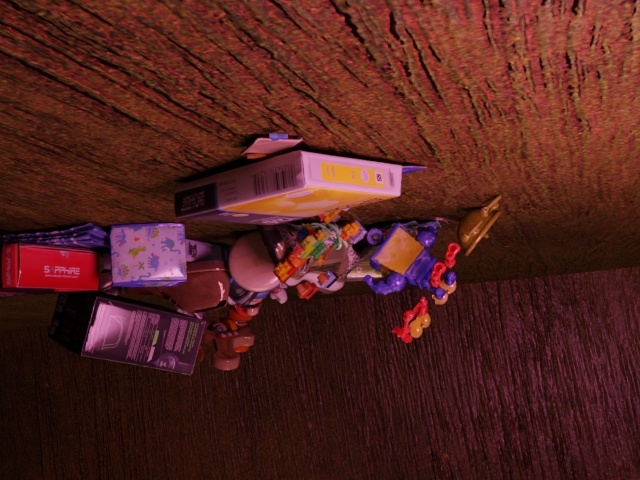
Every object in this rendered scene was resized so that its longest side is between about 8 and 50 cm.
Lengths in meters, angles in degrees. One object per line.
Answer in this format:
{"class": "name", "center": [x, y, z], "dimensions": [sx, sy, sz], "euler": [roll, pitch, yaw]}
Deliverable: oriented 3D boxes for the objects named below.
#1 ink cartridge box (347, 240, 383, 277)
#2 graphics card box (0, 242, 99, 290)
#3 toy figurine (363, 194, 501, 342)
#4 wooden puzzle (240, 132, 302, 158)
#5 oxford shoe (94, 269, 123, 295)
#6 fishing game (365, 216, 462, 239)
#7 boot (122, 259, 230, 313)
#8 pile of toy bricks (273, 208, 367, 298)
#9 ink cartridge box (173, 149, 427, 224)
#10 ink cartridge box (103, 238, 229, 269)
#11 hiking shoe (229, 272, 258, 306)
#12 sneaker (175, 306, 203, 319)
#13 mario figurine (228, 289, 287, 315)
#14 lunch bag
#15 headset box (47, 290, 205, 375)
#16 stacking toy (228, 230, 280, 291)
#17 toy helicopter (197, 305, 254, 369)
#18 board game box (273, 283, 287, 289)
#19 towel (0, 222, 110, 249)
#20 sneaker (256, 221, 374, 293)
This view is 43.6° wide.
{"class": "ink cartridge box", "center": [0.019, 0.057, 2.097], "dimensions": [0.255, 0.097, 0.189], "euler": [-1, 174, -9]}
{"class": "graphics card box", "center": [-0.680, 0.070, 1.671], "dimensions": [0.371, 0.094, 0.233], "euler": [-4, 174, 24]}
{"class": "toy figurine", "center": [0.203, 0.011, 1.725], "dimensions": [0.217, 0.362, 0.191], "euler": [34, 169, 22]}
{"class": "wooden puzzle", "center": [-0.070, -0.135, 1.132], "dimensions": [0.079, 0.014, 0.116], "euler": [-4, 172, -31]}
{"class": "oxford shoe", "center": [-0.489, 0.076, 2.047], "dimensions": [0.227, 0.096, 0.083], "euler": [-23, -171, -38]}
{"class": "fishing game", "center": [0.199, -0.019, 1.918], "dimensions": [0.264, 0.041, 0.189], "euler": [-11, 172, 34]}
{"class": "boot", "center": [-0.351, 0.121, 1.918], "dimensions": [0.305, 0.115, 0.112], "euler": [-9, 172, 27]}
{"class": "pile of toy bricks", "center": [-0.013, 0.015, 1.517], "dimensions": [0.212, 0.118, 0.105], "euler": [-46, 155, 15]}
{"class": "ink cartridge box", "center": [-0.030, -0.076, 1.327], "dimensions": [0.304, 0.072, 0.307], "euler": [-12, 168, 43]}
{"class": "ink cartridge box", "center": [-0.355, 0.043, 1.957], "dimensions": [0.186, 0.065, 0.311], "euler": [-10, 167, 27]}
{"class": "hiking shoe", "center": [-0.281, 0.089, 2.229], "dimensions": [0.304, 0.113, 0.132], "euler": [6, 138, 51]}
{"class": "sneaker", "center": [-0.393, 0.186, 2.536], "dimensions": [0.102, 0.161, 0.282], "euler": [-9, 171, 16]}
{"class": "mario figurine", "center": [-0.189, 0.166, 2.449], "dimensions": [0.198, 0.170, 0.320], "euler": [30, 154, -12]}
{"class": "lunch bag", "center": [-0.362, 0.032, 1.670], "dimensions": [0.151, 0.128, 0.096], "euler": [-1, 170, -28]}
{"class": "headset box", "center": [-0.431, 0.201, 1.814], "dimensions": [0.283, 0.131, 0.246], "euler": [17, 174, -35]}
{"class": "stacking toy", "center": [-0.154, 0.060, 1.985], "dimensions": [0.141, 0.141, 0.330], "euler": [-4, 176, -5]}
{"class": "toy helicopter", "center": [-0.319, 0.310, 2.484], "dimensions": [0.235, 0.140, 0.355], "euler": [5, -166, -12]}
{"class": "board game box", "center": [-0.155, 0.091, 2.226], "dimensions": [0.026, 0.103, 0.154], "euler": [4, 168, -43]}
{"class": "towel", "center": [-0.599, 0.006, 1.722], "dimensions": [0.336, 0.040, 0.243], "euler": [-3, 173, 6]}
{"class": "sneaker", "center": [0.000, 0.000, 1.763], "dimensions": [0.182, 0.158, 0.410], "euler": [-35, 162, 14]}
